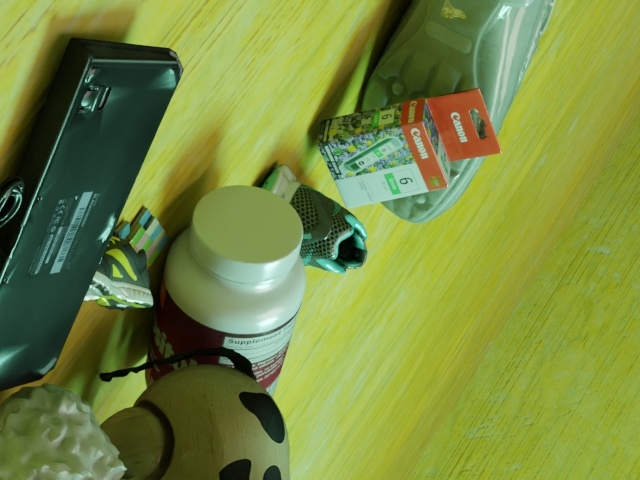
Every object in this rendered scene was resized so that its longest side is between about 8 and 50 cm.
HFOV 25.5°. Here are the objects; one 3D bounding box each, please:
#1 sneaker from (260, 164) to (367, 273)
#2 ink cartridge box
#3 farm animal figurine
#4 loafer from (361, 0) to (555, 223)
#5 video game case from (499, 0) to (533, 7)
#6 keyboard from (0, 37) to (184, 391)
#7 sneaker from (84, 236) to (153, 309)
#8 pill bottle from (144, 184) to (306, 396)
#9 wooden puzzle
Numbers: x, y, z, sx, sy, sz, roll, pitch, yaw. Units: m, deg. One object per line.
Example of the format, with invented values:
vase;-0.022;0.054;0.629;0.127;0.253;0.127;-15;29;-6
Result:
sneaker;0.000;0.000;0.996;0.065;0.076;0.166;-59;167;1
ink cartridge box;0.062;-0.063;0.976;0.029;0.115;0.063;-80;152;-46
farm animal figurine;-0.036;0.212;0.798;0.172;0.327;0.330;-20;177;18
loafer;0.112;-0.151;1.010;0.111;0.112;0.319;-32;150;-45
video game case;0.142;-0.278;0.841;0.193;0.023;0.212;-49;137;-37
keyboard;-0.128;-0.006;0.631;0.108;0.023;0.180;-12;131;-63
sneaker;-0.115;0.013;0.725;0.083;0.031;0.035;33;51;-64
pill bottle;-0.057;0.041;0.859;0.086;0.086;0.152;-47;161;-43
wooden puzzle;-0.105;0.010;0.790;0.049;0.006;0.083;-57;166;-11
